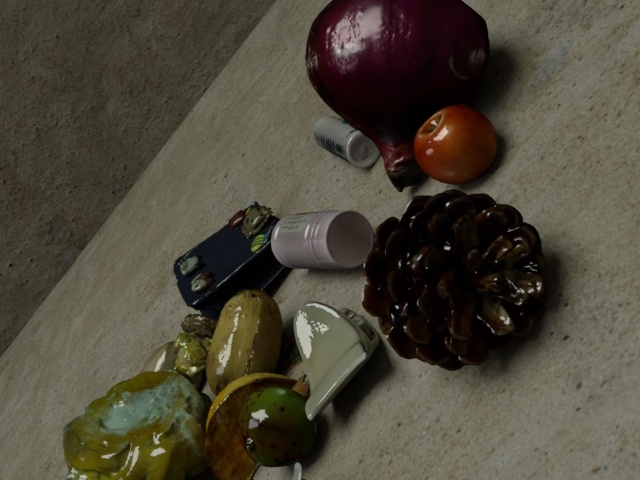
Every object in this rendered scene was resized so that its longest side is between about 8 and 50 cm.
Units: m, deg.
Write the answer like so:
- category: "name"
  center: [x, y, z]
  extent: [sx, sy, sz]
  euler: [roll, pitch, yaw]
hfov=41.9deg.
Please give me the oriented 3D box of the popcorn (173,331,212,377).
- category: "popcorn"
  center: [-0.282, 0.256, 1.887]
  extent: [0.109, 0.096, 0.089]
  euler: [-145, 59, -62]

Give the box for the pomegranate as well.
- category: "pomegranate"
  center: [-0.071, 0.341, 1.600]
  extent: [0.159, 0.159, 0.205]
  euler: [-23, 16, 49]

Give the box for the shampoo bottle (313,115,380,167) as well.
- category: "shampoo bottle"
  center: [0.054, -0.257, 2.103]
  extent: [0.092, 0.092, 0.303]
  euler: [-55, 25, 3]

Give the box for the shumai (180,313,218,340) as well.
- category: "shumai"
  center: [-0.262, 0.230, 1.967]
  extent: [0.139, 0.123, 0.105]
  euler: [-21, 48, 18]

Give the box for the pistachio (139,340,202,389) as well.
- category: "pistachio"
  center: [-0.388, 0.362, 2.124]
  extent: [0.153, 0.137, 0.238]
  euler: [35, 93, 30]

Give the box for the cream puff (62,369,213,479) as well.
- category: "cream puff"
  center: [-0.389, 0.480, 1.877]
  extent: [0.378, 0.276, 0.378]
  euler: [-15, 26, 8]

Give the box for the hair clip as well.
- category: "hair clip"
  center: [0.028, 0.215, 1.612]
  extent: [0.172, 0.113, 0.282]
  euler: [-51, 32, 13]

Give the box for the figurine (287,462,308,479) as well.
- category: "figurine"
  center: [-0.039, 0.457, 1.410]
  extent: [0.192, 0.126, 0.147]
  euler: [104, 170, -60]

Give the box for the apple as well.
- category: "apple"
  center: [0.257, -0.186, 1.613]
  extent: [0.163, 0.139, 0.163]
  euler: [-42, 31, 32]

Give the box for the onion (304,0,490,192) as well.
- category: "onion"
  center: [0.151, -0.316, 1.749]
  extent: [0.398, 0.398, 0.420]
  euler: [1, 83, 60]

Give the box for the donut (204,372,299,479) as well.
- category: "donut"
  center: [-0.158, 0.361, 1.703]
  extent: [0.259, 0.152, 0.101]
  euler: [-55, 25, 3]

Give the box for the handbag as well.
- category: "handbag"
  center: [-0.218, 0.047, 2.145]
  extent: [0.329, 0.122, 0.303]
  euler: [-43, 26, -1]

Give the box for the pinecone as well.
- category: "pinecone"
  center: [0.207, 0.052, 1.314]
  extent: [0.298, 0.242, 0.296]
  euler: [-56, 23, -13]

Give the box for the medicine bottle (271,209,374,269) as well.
- category: "medicine bottle"
  center: [0.000, 0.000, 1.858]
  extent: [0.249, 0.133, 0.133]
  euler: [-1, 59, 61]

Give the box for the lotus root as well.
- category: "lotus root"
  center: [-0.167, 0.244, 1.831]
  extent: [0.160, 0.146, 0.284]
  euler: [-34, 36, 54]

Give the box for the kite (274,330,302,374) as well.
- category: "kite"
  center: [-0.091, 0.243, 1.878]
  extent: [0.183, 0.014, 0.241]
  euler: [-56, 25, 1]
